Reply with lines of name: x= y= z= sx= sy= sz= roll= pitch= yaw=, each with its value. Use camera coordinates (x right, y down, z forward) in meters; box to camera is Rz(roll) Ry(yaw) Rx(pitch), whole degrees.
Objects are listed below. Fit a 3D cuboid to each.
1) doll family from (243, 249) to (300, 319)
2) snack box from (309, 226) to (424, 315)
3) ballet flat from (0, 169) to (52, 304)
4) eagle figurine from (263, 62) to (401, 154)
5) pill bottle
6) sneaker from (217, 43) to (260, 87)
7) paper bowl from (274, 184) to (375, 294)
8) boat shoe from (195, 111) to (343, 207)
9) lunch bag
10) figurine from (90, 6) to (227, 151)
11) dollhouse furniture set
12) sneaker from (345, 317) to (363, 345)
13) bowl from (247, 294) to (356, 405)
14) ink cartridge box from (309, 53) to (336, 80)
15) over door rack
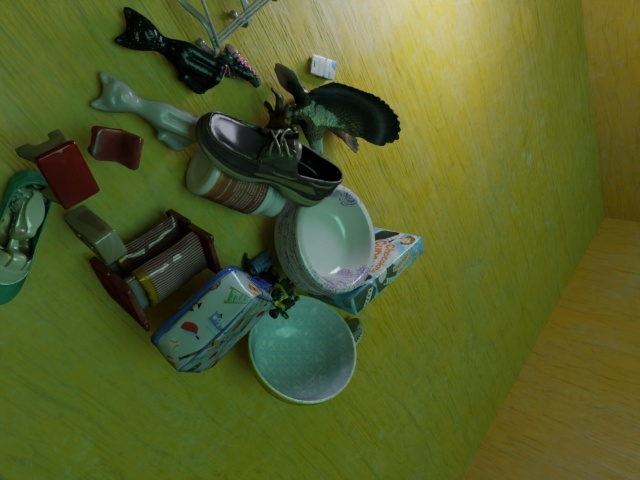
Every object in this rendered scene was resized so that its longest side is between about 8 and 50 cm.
doll family: x=-0.133 y=0.114 z=1.239 sx=0.193 sy=0.076 sz=0.111 roll=48 pitch=54 yaw=7
snack box: x=0.132 y=0.077 z=1.423 sx=0.322 sy=0.187 sz=0.060 roll=-37 pitch=124 yaw=-32
ballet flat: x=-0.524 y=-0.001 z=0.838 sx=0.083 sy=0.087 sz=0.247 roll=17 pitch=89 yaw=-45
eagle figurine: x=0.013 y=-0.298 z=1.201 sx=0.298 sy=0.226 sz=0.225 roll=-12 pitch=146 yaw=-25
pill bottle: x=-0.183 y=-0.128 z=1.111 sx=0.216 sy=0.121 sz=0.121 roll=22 pitch=85 yaw=-44
sneaker: x=-0.186 y=-0.384 z=1.105 sx=0.057 sy=0.047 sz=0.119 roll=-46 pitch=131 yaw=3
paper bowl: x=0.000 y=0.000 z=1.275 sx=0.284 sy=0.148 sz=0.284 roll=7 pitch=79 yaw=-42
boat shoe: x=-0.092 y=-0.188 z=1.038 sx=0.355 sy=0.130 sz=0.132 roll=20 pitch=55 yaw=-42
lunch bag: x=-0.214 y=0.164 z=1.053 sx=0.243 sy=0.115 sz=0.303 roll=-46 pitch=173 yaw=-6
figurine: x=-0.321 y=-0.312 z=0.966 sx=0.209 sy=0.092 sz=0.215 roll=22 pitch=86 yaw=-37
dollhouse furniture set: x=-0.339 y=-0.037 z=0.897 sx=0.201 sy=0.152 sz=0.374 roll=-40 pitch=143 yaw=-29
sneaker: x=0.044 y=0.291 z=1.464 sx=0.225 sy=0.088 sz=0.093 roll=-28 pitch=118 yaw=-36
bowl: x=-0.066 y=0.305 z=1.291 sx=0.289 sy=0.289 sz=0.156 roll=-30 pitch=164 yaw=-35
ink cartridge box: x=0.000 y=-0.449 z=1.270 sx=0.083 sy=0.028 sz=0.048 roll=0 pitch=100 yaw=-44
over door rack: x=-0.184 y=-0.559 z=0.944 sx=0.239 sy=0.108 sz=0.324 roll=-52 pitch=166 yaw=-21
